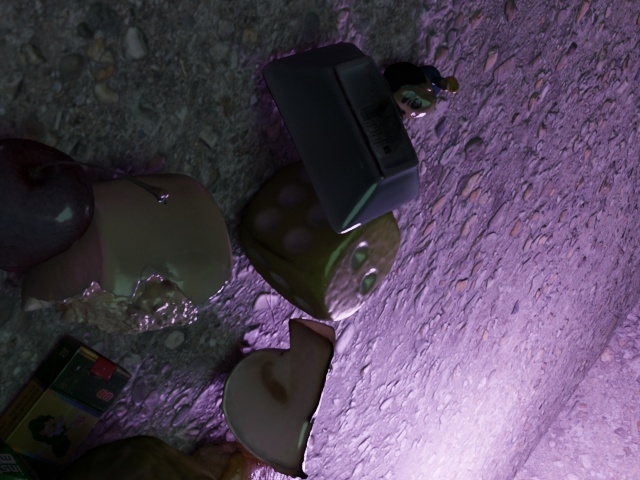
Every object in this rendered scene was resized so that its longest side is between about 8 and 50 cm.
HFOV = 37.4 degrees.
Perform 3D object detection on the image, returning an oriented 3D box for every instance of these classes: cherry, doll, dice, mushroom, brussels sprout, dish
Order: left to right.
[{"bbox_3d":[-0.267,-0.023,0.953,0.188,0.115,0.148,21,97,-15],"label":"cherry"},{"bbox_3d":[-0.248,0.408,1.217,0.344,0.344,0.268,-45,105,-22],"label":"brussels sprout"},{"bbox_3d":[-0.071,0.231,1.527,0.173,0.162,0.236,-123,-131,-86],"label":"mushroom"},{"bbox_3d":[0.000,0.000,1.360,0.169,0.166,0.169,-48,148,-18],"label":"dice"},{"bbox_3d":[0.051,-0.151,1.248,0.182,0.080,0.243,-26,93,-44],"label":"dish"},{"bbox_3d":[0.151,-0.231,1.467,0.179,0.102,0.088,-5,78,-50],"label":"doll"}]

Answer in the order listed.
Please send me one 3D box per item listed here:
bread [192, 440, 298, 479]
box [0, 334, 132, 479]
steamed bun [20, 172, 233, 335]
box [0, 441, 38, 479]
[{"bbox_3d":[-0.136,0.418,1.580,0.174,0.121,0.245,-58,148,1],"label":"bread"},{"bbox_3d":[-0.349,0.239,1.192,0.235,0.034,0.132,-53,149,-10],"label":"box"},{"bbox_3d":[-0.213,0.032,1.080,0.225,0.170,0.200,-12,131,-49],"label":"steamed bun"},{"bbox_3d":[-0.446,0.318,1.024,0.250,0.103,0.180,3,115,-44],"label":"box"}]
